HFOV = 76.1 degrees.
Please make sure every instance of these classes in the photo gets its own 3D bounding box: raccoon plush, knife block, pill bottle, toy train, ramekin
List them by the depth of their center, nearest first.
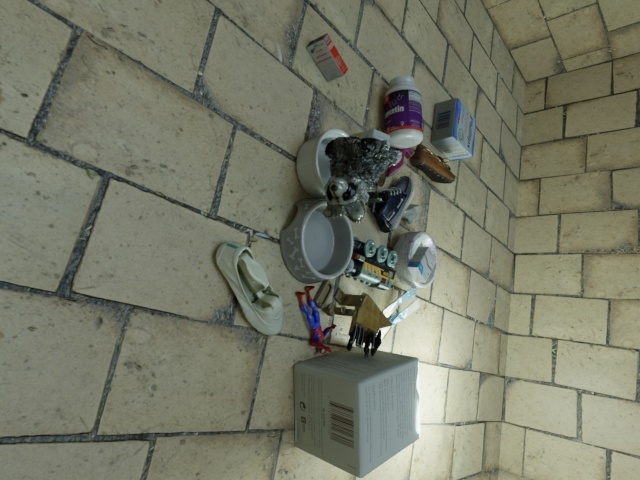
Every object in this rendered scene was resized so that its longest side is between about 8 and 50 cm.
[{"bbox_3d":[0.187,-0.217,1.543,0.446,0.216,0.299,-1,97,-39],"label":"raccoon plush"},{"bbox_3d":[0.031,-0.294,1.640,0.277,0.135,0.277,3,86,-46],"label":"ramekin"},{"bbox_3d":[0.162,0.347,1.683,0.242,0.275,0.088,0,129,-38],"label":"knife block"},{"bbox_3d":[0.222,0.106,1.835,0.334,0.142,0.190,24,81,-44],"label":"toy train"},{"bbox_3d":[0.408,-0.632,2.019,0.181,0.181,0.323,9,76,-47],"label":"pill bottle"}]

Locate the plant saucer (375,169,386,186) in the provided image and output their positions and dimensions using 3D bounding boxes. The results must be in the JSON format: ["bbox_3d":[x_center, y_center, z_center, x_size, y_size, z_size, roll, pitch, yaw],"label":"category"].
[{"bbox_3d":[0.268,-0.353,1.943,0.198,0.036,0.198,4,86,-63],"label":"plant saucer"}]

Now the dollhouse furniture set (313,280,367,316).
[{"bbox_3d":[0.081,0.240,1.677,0.151,0.123,0.144,51,54,-33],"label":"dollhouse furniture set"}]

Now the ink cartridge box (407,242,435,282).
[{"bbox_3d":[0.492,0.101,1.960,0.180,0.060,0.104,-53,123,-34],"label":"ink cartridge box"}]

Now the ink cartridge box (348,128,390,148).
[{"bbox_3d":[0.200,-0.399,1.795,0.128,0.176,0.127,3,86,-47],"label":"ink cartridge box"}]

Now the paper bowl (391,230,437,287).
[{"bbox_3d":[0.466,0.097,2.081,0.284,0.148,0.284,2,87,-47],"label":"paper bowl"}]

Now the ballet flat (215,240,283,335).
[{"bbox_3d":[-0.207,0.175,1.366,0.139,0.139,0.400,-48,122,-37],"label":"ballet flat"}]

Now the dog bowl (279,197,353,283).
[{"bbox_3d":[0.000,0.000,1.619,0.349,0.102,0.348,3,86,-46],"label":"dog bowl"}]

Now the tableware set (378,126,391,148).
[{"bbox_3d":[0.307,-0.472,2.030,0.169,0.020,0.141,35,64,-41],"label":"tableware set"}]

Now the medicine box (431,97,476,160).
[{"bbox_3d":[0.815,-0.668,2.492,0.289,0.149,0.263,21,73,-44],"label":"medicine box"}]

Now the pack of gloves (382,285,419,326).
[{"bbox_3d":[0.388,0.327,2.019,0.232,0.046,0.195,-33,136,-19],"label":"pack of gloves"}]

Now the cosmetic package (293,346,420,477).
[{"bbox_3d":[0.147,0.626,1.584,0.394,0.327,0.329,1,88,-46],"label":"cosmetic package"}]

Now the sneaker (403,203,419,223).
[{"bbox_3d":[0.458,-0.130,2.144,0.212,0.080,0.094,-17,112,-48],"label":"sneaker"}]

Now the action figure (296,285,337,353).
[{"bbox_3d":[0.003,0.323,1.587,0.091,0.139,0.280,-28,111,-43],"label":"action figure"}]

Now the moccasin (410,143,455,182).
[{"bbox_3d":[0.650,-0.429,2.326,0.380,0.139,0.147,21,81,-35],"label":"moccasin"}]

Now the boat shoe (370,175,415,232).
[{"bbox_3d":[0.355,-0.215,1.987,0.158,0.127,0.340,50,55,-43],"label":"boat shoe"}]

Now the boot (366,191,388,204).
[{"bbox_3d":[0.193,-0.198,1.808,0.198,0.137,0.076,-1,89,-47],"label":"boot"}]

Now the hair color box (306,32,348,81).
[{"bbox_3d":[0.030,-0.752,1.689,0.167,0.093,0.053,50,54,-34],"label":"hair color box"}]

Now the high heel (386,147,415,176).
[{"bbox_3d":[0.382,-0.426,2.086,0.117,0.082,0.244,45,67,-3],"label":"high heel"}]
